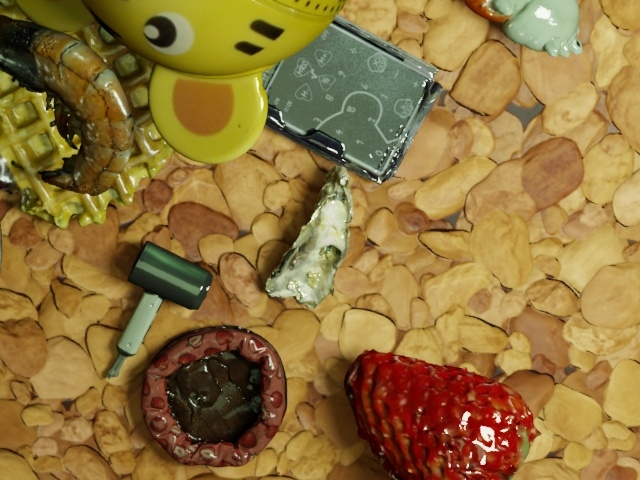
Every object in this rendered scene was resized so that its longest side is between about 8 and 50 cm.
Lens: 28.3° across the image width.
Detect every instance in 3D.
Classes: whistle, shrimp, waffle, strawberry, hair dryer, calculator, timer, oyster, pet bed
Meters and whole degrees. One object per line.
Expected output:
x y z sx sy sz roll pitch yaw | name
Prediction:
0.222 -0.308 1.517 0.253 0.102 0.106 41 101 -12 | whistle
-0.330 -0.161 1.468 0.290 0.054 0.222 30 138 18 | shrimp
-0.319 -0.180 1.549 0.312 0.060 0.307 31 98 -8 | waffle
0.135 0.233 1.600 0.244 0.205 0.205 35 99 6 | strawberry
-0.222 0.103 1.626 0.100 0.057 0.197 28 109 -8 | hair dryer
0.001 -0.197 1.571 0.274 0.028 0.165 27 100 -7 | calculator
-0.142 -0.314 1.386 0.376 0.376 0.387 38 111 -10 | timer
0.000 0.003 1.607 0.106 0.061 0.200 33 109 -27 | oyster
-0.137 0.205 1.646 0.201 0.053 0.201 1 105 3 | pet bed

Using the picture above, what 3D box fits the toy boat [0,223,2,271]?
-0.470 -0.025 1.560 0.115 0.114 0.262 2 105 32 | toy boat
